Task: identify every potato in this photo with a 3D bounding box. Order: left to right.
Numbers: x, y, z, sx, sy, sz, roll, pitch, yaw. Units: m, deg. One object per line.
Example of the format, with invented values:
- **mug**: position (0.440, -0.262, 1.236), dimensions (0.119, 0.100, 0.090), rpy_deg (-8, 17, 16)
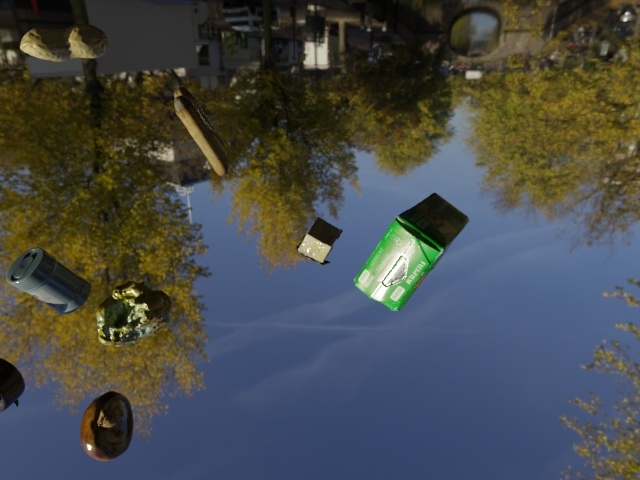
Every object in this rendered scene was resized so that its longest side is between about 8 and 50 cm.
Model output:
- **potato**: position (-0.001, 0.001, 0.985), dimensions (0.086, 0.061, 0.122), rpy_deg (26, -155, 2)

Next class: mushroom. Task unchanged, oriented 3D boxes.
- **mushroom**: position (-0.413, 0.366, 0.849), dimensions (0.087, 0.127, 0.127), rpy_deg (-12, -161, 14)

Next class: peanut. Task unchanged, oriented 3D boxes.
- **peanut**: position (-0.586, -0.456, 0.993), dimensions (0.187, 0.082, 0.082), rpy_deg (-21, -151, -29)

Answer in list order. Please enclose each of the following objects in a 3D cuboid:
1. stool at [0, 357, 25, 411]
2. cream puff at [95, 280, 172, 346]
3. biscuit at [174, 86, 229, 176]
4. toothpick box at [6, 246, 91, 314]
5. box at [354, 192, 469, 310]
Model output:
- **stool**: position (-0.767, 0.312, 0.972), dimensions (0.125, 0.217, 0.121), rpy_deg (-9, -161, 20)
- **cream puff**: position (-0.573, 0.214, 1.326), dimensions (0.221, 0.195, 0.195), rpy_deg (-29, -153, -6)
- **biscuit**: position (-0.404, -0.377, 1.479), dimensions (0.062, 0.291, 0.237), rpy_deg (-28, -146, 1)
- **toothpick box**: position (-0.650, 0.100, 1.037), dimensions (0.101, 0.153, 0.101), rpy_deg (-12, -131, 14)
- **box**: position (0.184, 0.018, 0.845), dimensions (0.103, 0.180, 0.250), rpy_deg (38, -150, 14)
